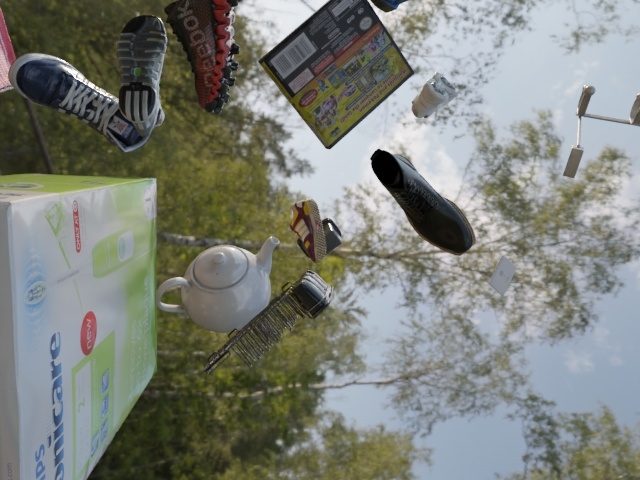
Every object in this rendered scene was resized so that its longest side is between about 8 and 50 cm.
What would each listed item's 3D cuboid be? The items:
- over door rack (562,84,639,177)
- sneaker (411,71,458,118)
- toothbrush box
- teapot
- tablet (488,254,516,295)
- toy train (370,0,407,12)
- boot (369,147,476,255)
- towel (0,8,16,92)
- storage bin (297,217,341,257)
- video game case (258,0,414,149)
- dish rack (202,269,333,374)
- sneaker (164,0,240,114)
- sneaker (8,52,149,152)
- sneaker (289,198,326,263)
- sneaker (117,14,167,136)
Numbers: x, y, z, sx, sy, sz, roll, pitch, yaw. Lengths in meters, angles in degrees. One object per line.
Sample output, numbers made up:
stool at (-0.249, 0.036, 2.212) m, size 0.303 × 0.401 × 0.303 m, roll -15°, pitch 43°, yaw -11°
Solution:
over door rack at (0.621, -0.214, 1.066) m, size 0.324 × 0.240 × 0.108 m, roll -55°, pitch 153°, yaw -46°
sneaker at (0.305, -0.395, 1.534) m, size 0.090 × 0.232 × 0.115 m, roll 49°, pitch -57°, yaw 5°
toothbrush box at (-0.217, 0.057, 0.419) m, size 0.283 × 0.122 × 0.206 m, roll -98°, pitch -170°, yaw -82°
teapot at (-0.258, 0.104, 1.437) m, size 0.187 × 0.253 × 0.255 m, roll 85°, pitch 21°, yaw -50°
tablet at (0.428, 0.082, 1.294) m, size 0.083 × 0.054 × 0.006 m, roll -58°, pitch -160°, yaw -20°
toy train at (0.178, -0.570, 1.215) m, size 0.105 × 0.080 × 0.184 m, roll -61°, pitch -157°, yaw 2°
boot at (0.148, -0.054, 0.830) m, size 0.198 × 0.137 × 0.077 m, roll 45°, pitch -77°, yaw 12°
towel at (-0.678, -0.403, 1.126) m, size 0.275 × 0.031 × 0.198 m, roll -128°, pitch -153°, yaw -65°
storage bin at (0.000, 0.000, 1.706) m, size 0.098 × 0.135 × 0.091 m, roll 54°, pitch 3°, yaw -19°
video game case at (0.042, -0.386, 1.232) m, size 0.275 × 0.248 × 0.035 m, roll -43°, pitch -157°, yaw -5°
dish rack at (-0.100, 0.163, 1.050) m, size 0.272 × 0.074 × 0.208 m, roll -41°, pitch 180°, yaw 5°
sneaker at (-0.218, -0.375, 1.017) m, size 0.097 × 0.135 × 0.275 m, roll -88°, pitch -174°, yaw -62°
sneaker at (-0.455, -0.263, 1.090) m, size 0.153 × 0.282 × 0.099 m, roll 34°, pitch -87°, yaw 22°
sneaker at (-0.039, -0.021, 1.532) m, size 0.084 × 0.070 × 0.185 m, roll -14°, pitch -108°, yaw 22°
sneaker at (-0.335, -0.302, 1.051) m, size 0.132 × 0.086 × 0.228 m, roll 109°, pitch -16°, yaw -70°
